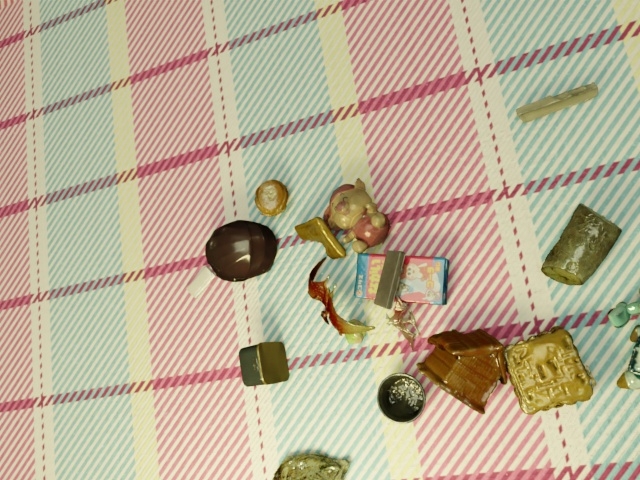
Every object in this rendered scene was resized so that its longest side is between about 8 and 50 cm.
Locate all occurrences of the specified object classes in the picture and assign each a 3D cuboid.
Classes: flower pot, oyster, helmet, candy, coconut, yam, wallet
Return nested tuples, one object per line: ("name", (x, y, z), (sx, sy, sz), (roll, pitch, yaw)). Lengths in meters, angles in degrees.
("flower pot", (0.271, 0.510, 1.785), (0.158, 0.107, 0.157), (-5, 76, 19))
("oyster", (-0.037, 0.817, 1.851), (0.268, 0.112, 0.198), (-5, 58, 27))
("helmet", (-0.322, 0.036, 2.046), (0.306, 0.177, 0.224), (-16, 77, 15))
("candy", (0.273, 0.130, 1.855), (0.306, 0.100, 0.157), (2, 83, 19))
("coconut", (0.119, 0.312, 1.888), (0.081, 0.082, 0.083), (-13, 54, 23))
("yam", (0.794, 0.015, 1.665), (0.154, 0.154, 0.254), (34, 90, 22))
("wallet", (-0.468, 0.163, 2.155), (0.061, 0.025, 0.122), (44, 96, 14))

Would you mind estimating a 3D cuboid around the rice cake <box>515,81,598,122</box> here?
("rice cake", (0.770, -0.452, 1.799), (0.256, 0.057, 0.052), (-18, 77, 16))

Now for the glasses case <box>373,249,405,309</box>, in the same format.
("glasses case", (0.227, 0.126, 1.786), (0.072, 0.042, 0.190), (7, 81, 63))

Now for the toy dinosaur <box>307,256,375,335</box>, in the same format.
("toy dinosaur", (0.057, 0.201, 1.879), (0.327, 0.113, 0.206), (24, 127, 59))

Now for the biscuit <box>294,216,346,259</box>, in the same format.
("biscuit", (0.000, 0.000, 1.979), (0.183, 0.174, 0.039), (51, 58, -8))

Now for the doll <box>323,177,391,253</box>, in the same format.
("doll", (0.122, -0.087, 1.911), (0.196, 0.152, 0.256), (-36, 59, -4))

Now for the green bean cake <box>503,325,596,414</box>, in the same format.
("green bean cake", (0.676, 0.390, 1.646), (0.224, 0.131, 0.229), (-22, 75, 14))

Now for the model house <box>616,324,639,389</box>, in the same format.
("model house", (0.972, 0.343, 1.551), (0.291, 0.184, 0.253), (-39, 79, 40))

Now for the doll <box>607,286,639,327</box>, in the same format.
("doll", (0.928, 0.184, 1.590), (0.159, 0.158, 0.059), (-29, 96, 42))

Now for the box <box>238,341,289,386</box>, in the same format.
("box", (-0.198, 0.432, 1.918), (0.090, 0.201, 0.144), (-15, 77, 21))

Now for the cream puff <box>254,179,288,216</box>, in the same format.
("cream puff", (-0.181, -0.159, 2.066), (0.126, 0.103, 0.143), (-1, 80, 6))

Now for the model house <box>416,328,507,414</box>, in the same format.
("model house", (0.450, 0.376, 1.705), (0.220, 0.199, 0.229), (35, 93, -12))

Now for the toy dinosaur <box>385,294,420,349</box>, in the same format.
("toy dinosaur", (0.271, 0.270, 1.822), (0.108, 0.032, 0.220), (-8, 114, 28))
